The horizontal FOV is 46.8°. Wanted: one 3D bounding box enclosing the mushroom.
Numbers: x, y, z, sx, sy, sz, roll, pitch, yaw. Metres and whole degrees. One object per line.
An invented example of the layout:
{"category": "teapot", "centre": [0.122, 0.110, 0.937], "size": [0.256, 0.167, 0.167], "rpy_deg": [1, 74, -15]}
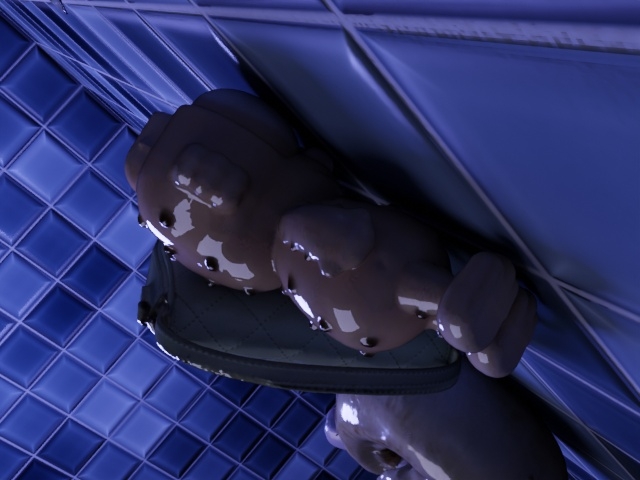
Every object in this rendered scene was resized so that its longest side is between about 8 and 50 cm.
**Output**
{"category": "mushroom", "centre": [0.114, 0.279, 0.837], "size": [0.293, 0.290, 0.292], "rpy_deg": [33, 159, 14]}

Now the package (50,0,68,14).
{"category": "package", "centre": [-0.319, -0.294, 0.675], "size": [0.173, 0.027, 0.171], "rpy_deg": [37, 174, 8]}

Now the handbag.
{"category": "handbag", "centre": [-0.012, 0.061, 0.574], "size": [0.256, 0.079, 0.219], "rpy_deg": [9, -168, -19]}

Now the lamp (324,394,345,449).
{"category": "lamp", "centre": [0.157, 0.296, 1.266], "size": [0.248, 0.247, 0.301], "rpy_deg": [-1, 153, 24]}

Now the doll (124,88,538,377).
{"category": "doll", "centre": [0.000, -0.001, 0.459], "size": [0.278, 0.119, 0.154], "rpy_deg": [27, 170, 29]}
